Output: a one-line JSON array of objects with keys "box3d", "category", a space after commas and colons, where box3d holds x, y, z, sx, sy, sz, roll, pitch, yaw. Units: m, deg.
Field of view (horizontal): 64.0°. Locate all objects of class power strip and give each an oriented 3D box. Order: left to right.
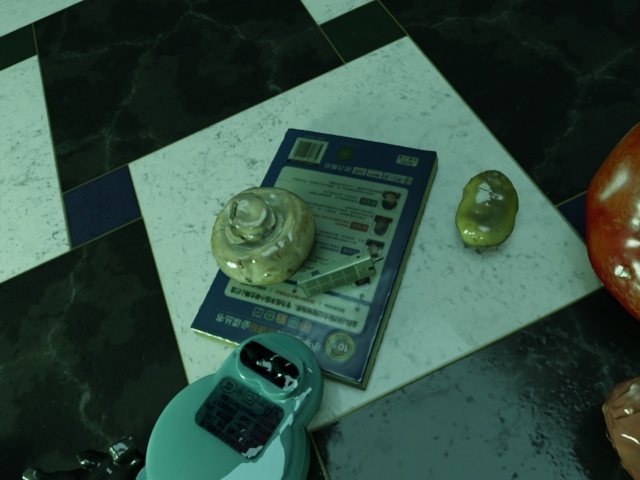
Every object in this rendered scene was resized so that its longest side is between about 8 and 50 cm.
[{"box3d": [0.031, 0.049, 0.772, 0.136, 0.051, 0.019, -18, 52, 1], "category": "power strip"}]

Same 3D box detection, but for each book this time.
[{"box3d": [0.000, 0.000, 0.860, 0.299, 0.039, 0.428, 14, 65, 20], "category": "book"}]

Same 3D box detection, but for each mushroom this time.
[{"box3d": [-0.091, -0.010, 0.790, 0.166, 0.127, 0.166, -7, 65, 15], "category": "mushroom"}]

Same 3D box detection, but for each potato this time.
[{"box3d": [0.263, -0.047, 0.811, 0.091, 0.070, 0.138, 14, 66, 18], "category": "potato"}]

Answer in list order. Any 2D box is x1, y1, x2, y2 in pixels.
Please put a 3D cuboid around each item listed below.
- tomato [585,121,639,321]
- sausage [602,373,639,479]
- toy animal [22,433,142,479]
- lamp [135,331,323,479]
[{"box3d": [0.510, -0.029, 0.622, 0.289, 0.293, 0.325, -20, 46, -36], "category": "tomato"}, {"box3d": [0.467, 0.216, 0.570, 0.279, 0.152, 0.152, -3, 60, 11], "category": "sausage"}, {"box3d": [-0.336, 0.340, 0.681, 0.245, 0.146, 0.115, -28, 65, -2], "category": "toy animal"}, {"box3d": [-0.105, 0.254, 0.674, 0.209, 0.147, 0.284, 25, 83, 23], "category": "lamp"}]
